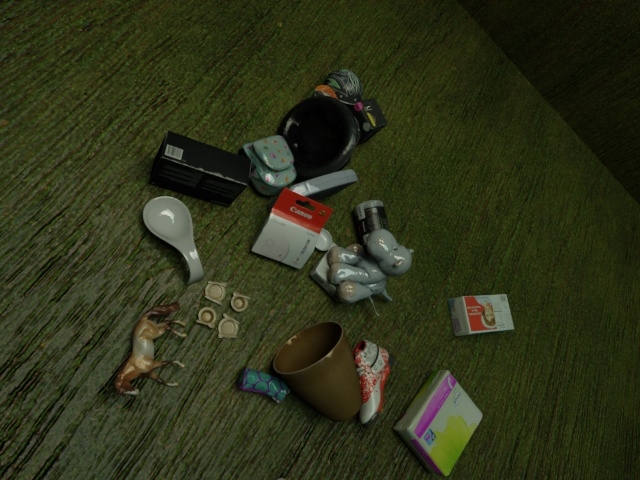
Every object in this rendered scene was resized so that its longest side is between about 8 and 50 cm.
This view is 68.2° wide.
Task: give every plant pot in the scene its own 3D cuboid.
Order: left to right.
[{"bbox_3d":[0.020,0.417,1.444,0.237,0.237,0.254,-42,111,-35],"label":"plant pot"}]

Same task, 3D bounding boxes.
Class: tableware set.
[{"bbox_3d":[-0.296,0.209,1.432,0.141,0.020,0.168,26,60,-21],"label":"tableware set"}]

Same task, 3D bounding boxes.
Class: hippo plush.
[{"bbox_3d":[0.183,0.097,1.594,0.294,0.236,0.234,52,39,1],"label":"hippo plush"}]

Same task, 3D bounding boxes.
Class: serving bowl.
[{"bbox_3d":[0.000,0.000,1.685,0.083,0.027,0.083,11,66,-27],"label":"serving bowl"}]

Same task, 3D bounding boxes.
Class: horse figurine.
[{"bbox_3d":[-0.453,0.289,1.281,0.175,0.066,0.263,15,67,-33],"label":"horse figurine"}]

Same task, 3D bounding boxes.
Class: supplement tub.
[{"bbox_3d":[0.198,-0.046,1.769,0.117,0.117,0.190,-3,73,-32],"label":"supplement tub"}]

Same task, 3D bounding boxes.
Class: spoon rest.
[{"bbox_3d":[-0.421,-0.008,1.398,0.137,0.084,0.276,-26,88,-36],"label":"spoon rest"}]

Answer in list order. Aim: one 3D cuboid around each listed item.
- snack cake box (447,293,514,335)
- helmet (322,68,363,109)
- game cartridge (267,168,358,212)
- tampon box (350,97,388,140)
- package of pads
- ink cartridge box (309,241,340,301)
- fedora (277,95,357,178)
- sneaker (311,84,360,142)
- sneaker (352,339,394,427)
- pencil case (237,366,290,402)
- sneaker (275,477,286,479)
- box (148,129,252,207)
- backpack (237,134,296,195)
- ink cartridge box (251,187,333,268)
[{"bbox_3d":[0.658,0.304,1.935,0.264,0.089,0.152,2,73,-30],"label":"snack cake box"},{"bbox_3d":[0.090,-0.597,1.880,0.170,0.161,0.169,11,67,-28],"label":"helmet"},{"bbox_3d":[-0.021,-0.172,1.634,0.294,0.196,0.060,-21,91,-36],"label":"game cartridge"},{"bbox_3d":[0.162,-0.465,1.876,0.101,0.161,0.120,-27,87,-35],"label":"tampon box"},{"bbox_3d":[0.423,0.637,1.660,0.296,0.101,0.229,-41,95,-35],"label":"package of pads"},{"bbox_3d":[0.052,0.109,1.681,0.145,0.045,0.179,45,37,-9],"label":"ink cartridge box"},{"bbox_3d":[0.004,-0.354,1.719,0.152,0.334,0.333,34,50,-60],"label":"fedora"},{"bbox_3d":[0.052,-0.470,1.836,0.099,0.121,0.262,-37,96,-25],"label":"sneaker"},{"bbox_3d":[0.142,0.462,1.564,0.145,0.090,0.270,36,54,-14],"label":"sneaker"},{"bbox_3d":[-0.170,0.429,1.399,0.152,0.064,0.070,26,44,-20],"label":"pencil case"},{"bbox_3d":[-0.142,0.721,1.310,0.152,0.061,0.053,-33,93,-34],"label":"sneaker"},{"bbox_3d":[-0.368,-0.210,1.445,0.261,0.184,0.103,17,62,-26],"label":"box"},{"bbox_3d":[-0.171,-0.255,1.609,0.166,0.144,0.188,-27,90,-41],"label":"backpack"},{"bbox_3d":[-0.091,-0.031,1.528,0.189,0.232,0.066,23,32,-23],"label":"ink cartridge box"}]
